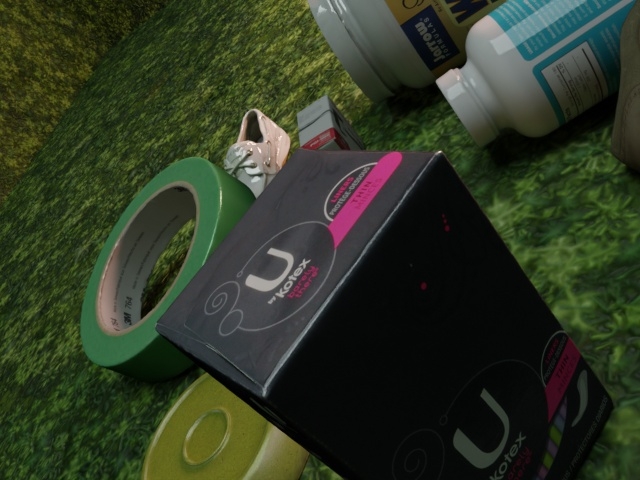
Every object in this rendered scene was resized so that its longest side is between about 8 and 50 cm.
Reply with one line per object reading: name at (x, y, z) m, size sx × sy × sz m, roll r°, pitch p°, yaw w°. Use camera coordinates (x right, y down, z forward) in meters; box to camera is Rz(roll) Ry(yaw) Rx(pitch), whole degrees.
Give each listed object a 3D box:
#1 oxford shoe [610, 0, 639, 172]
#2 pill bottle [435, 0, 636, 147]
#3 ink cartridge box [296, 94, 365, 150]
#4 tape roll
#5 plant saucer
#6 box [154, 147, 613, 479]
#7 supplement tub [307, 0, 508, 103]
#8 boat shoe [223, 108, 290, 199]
oxford shoe at (0.306, -0.219, 0.532) m, size 0.130 × 0.123 × 0.348 m, roll -143°, pitch 58°, yaw -63°
pill bottle at (0.259, -0.209, 0.694) m, size 0.264 × 0.146 × 0.146 m, roll -32°, pitch 33°, yaw 16°
ink cartridge box at (0.020, -0.127, 0.905) m, size 0.056 × 0.099 × 0.135 m, roll -32°, pitch 34°, yaw 17°
tape roll at (-0.220, 0.037, 0.931) m, size 0.321 × 0.077 × 0.321 m, roll -27°, pitch 47°, yaw 33°
plant saucer at (-0.112, 0.217, 0.699) m, size 0.241 × 0.037 × 0.240 m, roll -28°, pitch 34°, yaw 21°
box at (0.056, 0.086, 0.445) m, size 0.143 × 0.270 × 0.165 m, roll 13°, pitch 62°, yaw 54°
supplement tub at (0.162, -0.355, 0.899) m, size 0.316 × 0.228 × 0.228 m, roll -31°, pitch 34°, yaw 20°
boat shoe at (-0.114, -0.113, 1.040) m, size 0.098 × 0.096 × 0.277 m, roll -27°, pitch 36°, yaw 21°
